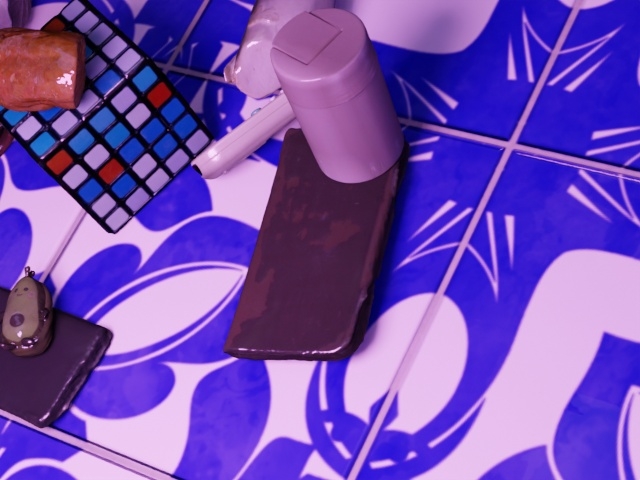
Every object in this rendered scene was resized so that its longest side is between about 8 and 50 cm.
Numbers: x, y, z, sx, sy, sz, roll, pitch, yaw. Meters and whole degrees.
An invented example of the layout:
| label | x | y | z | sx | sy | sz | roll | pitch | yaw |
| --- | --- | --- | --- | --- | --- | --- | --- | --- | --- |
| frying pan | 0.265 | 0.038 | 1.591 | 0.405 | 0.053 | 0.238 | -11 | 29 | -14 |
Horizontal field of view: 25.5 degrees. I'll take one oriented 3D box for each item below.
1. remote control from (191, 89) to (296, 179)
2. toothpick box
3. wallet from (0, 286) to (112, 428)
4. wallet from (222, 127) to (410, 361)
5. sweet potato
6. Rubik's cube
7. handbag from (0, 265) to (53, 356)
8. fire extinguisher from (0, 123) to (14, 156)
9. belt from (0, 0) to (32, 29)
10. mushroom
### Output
| label | x | y | z | sx | sy | sz | roll | pitch | yaw |
| --- | --- | --- | --- | --- | --- | --- | --- | --- | --- |
| remote control | -0.060 | -0.146 | 1.713 | 0.221 | 0.078 | 0.042 | -38 | 95 | -2 |
| toothpick box | 0.022 | -0.160 | 1.580 | 0.111 | 0.180 | 0.111 | -10 | 51 | 13 |
| wallet | -0.392 | 0.126 | 1.710 | 0.285 | 0.030 | 0.146 | 17 | 63 | 32 |
| wallet | 0.000 | 0.000 | 1.615 | 0.165 | 0.042 | 0.309 | 2 | 58 | 22 |
| sweet potato | -0.358 | -0.198 | 1.637 | 0.252 | 0.097 | 0.097 | 6 | 63 | 34 |
| Rubik's cube | -0.277 | -0.153 | 1.737 | 0.182 | 0.184 | 0.187 | -44 | 51 | -5 |
| handbag | -0.348 | 0.086 | 1.670 | 0.072 | 0.047 | 0.111 | -9 | 55 | 12 |
| fire extinguisher | -0.550 | -0.231 | 1.874 | 0.344 | 0.138 | 0.102 | 44 | 93 | 7 |
| belt | -0.530 | -0.376 | 1.984 | 0.227 | 0.115 | 0.324 | -27 | 51 | -18 |
| mushroom | -0.019 | -0.325 | 1.786 | 0.109 | 0.097 | 0.351 | -31 | 32 | 57 |
